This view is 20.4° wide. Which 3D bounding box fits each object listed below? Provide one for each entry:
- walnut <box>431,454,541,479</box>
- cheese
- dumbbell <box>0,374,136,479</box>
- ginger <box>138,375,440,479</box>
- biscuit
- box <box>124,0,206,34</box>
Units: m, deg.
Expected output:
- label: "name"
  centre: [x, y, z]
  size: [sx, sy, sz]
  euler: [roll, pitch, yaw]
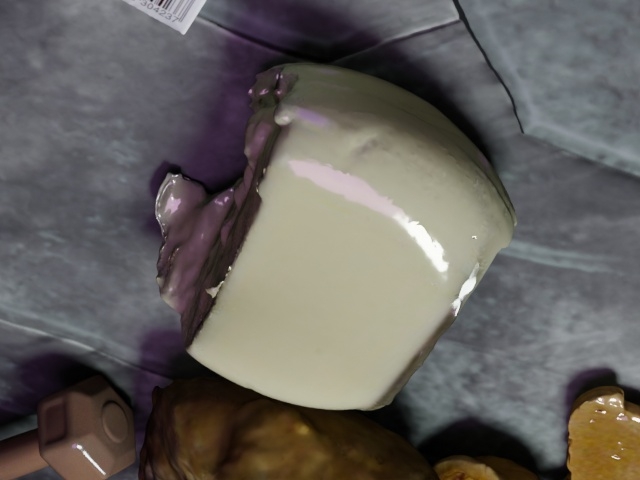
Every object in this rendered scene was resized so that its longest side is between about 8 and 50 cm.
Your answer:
- label: "walnut"
  centre: [0.152, 0.264, 1.459]
  size: [0.167, 0.087, 0.211]
  euler: [34, 126, 43]
- label: "cheese"
  centre: [0.000, 0.000, 1.256]
  size: [0.233, 0.127, 0.266]
  euler: [26, 129, -7]
- label: "dumbbell"
  centre: [-0.260, 0.184, 1.503]
  size: [0.230, 0.092, 0.082]
  euler: [-22, 153, 28]
- label: "ginger"
  centre: [-0.007, 0.223, 1.409]
  size: [0.223, 0.269, 0.200]
  euler: [-8, 155, -20]
- label: "biscuit"
  centre: [0.270, 0.202, 1.435]
  size: [0.162, 0.035, 0.250]
  euler: [-12, 127, 28]
- label: "box"
  centre: [-0.132, -0.238, 1.104]
  size: [0.199, 0.081, 0.135]
  euler: [27, 130, -15]
